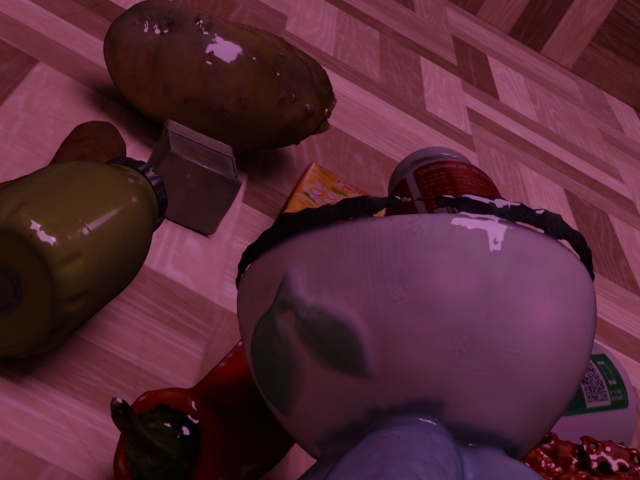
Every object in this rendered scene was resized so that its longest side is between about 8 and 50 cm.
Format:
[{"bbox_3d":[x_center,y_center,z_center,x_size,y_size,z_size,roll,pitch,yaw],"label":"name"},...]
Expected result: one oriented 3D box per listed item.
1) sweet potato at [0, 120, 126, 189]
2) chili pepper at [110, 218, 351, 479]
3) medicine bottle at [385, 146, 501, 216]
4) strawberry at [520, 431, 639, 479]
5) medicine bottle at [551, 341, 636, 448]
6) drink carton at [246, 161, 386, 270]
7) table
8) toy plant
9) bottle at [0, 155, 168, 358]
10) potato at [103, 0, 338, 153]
[{"bbox_3d":[-0.214,-0.061,1.232,0.078,0.058,0.255,17,21,8],"label":"sweet potato"},{"bbox_3d":[-0.058,0.095,0.982,0.091,0.137,0.368,1,19,19],"label":"chili pepper"},{"bbox_3d":[0.139,-0.004,1.498,0.131,0.131,0.250,26,20,-16],"label":"medicine bottle"},{"bbox_3d":[0.178,0.221,0.979,0.201,0.187,0.184,42,-11,24],"label":"strawberry"},{"bbox_3d":[0.143,0.144,1.154,0.133,0.133,0.274,43,23,29],"label":"medicine bottle"},{"bbox_3d":[0.000,0.000,1.375,0.096,0.071,0.223,31,19,-3],"label":"drink carton"},{"bbox_3d":[-0.125,-0.061,1.343,0.079,0.062,0.083,24,21,-19],"label":"table"},{"bbox_3d":[0.057,0.161,0.823,0.247,0.247,0.332,20,56,-29],"label":"toy plant"},{"bbox_3d":[-0.184,-0.003,1.050,0.112,0.112,0.260,33,20,3],"label":"bottle"},{"bbox_3d":[-0.098,-0.167,1.528,0.191,0.141,0.296,27,13,40],"label":"potato"}]
